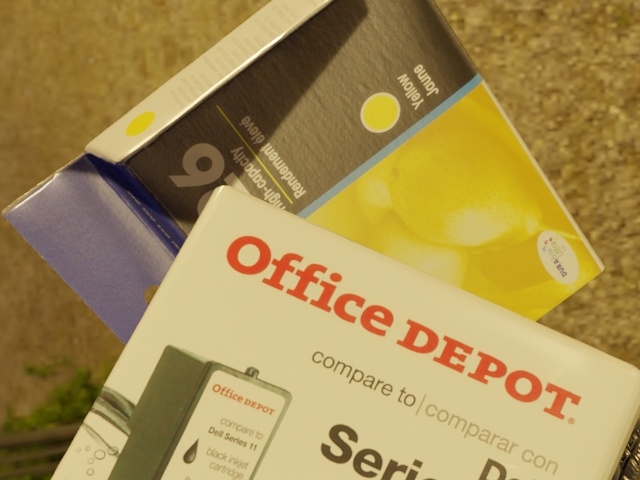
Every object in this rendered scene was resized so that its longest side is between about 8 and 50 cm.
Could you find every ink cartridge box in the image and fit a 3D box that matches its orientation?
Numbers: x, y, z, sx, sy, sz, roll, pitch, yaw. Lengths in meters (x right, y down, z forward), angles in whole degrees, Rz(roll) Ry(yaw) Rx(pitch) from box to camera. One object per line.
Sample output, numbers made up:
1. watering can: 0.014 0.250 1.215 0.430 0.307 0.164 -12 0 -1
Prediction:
1. ink cartridge box: -0.009 0.108 0.431 0.208 0.153 0.087 -63 -13 -16
2. ink cartridge box: 0.000 0.000 0.955 0.303 0.307 0.072 52 179 -31

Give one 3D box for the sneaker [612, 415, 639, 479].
1. sneaker: 0.336 0.264 1.446 0.109 0.130 0.286 -102 14 -46
